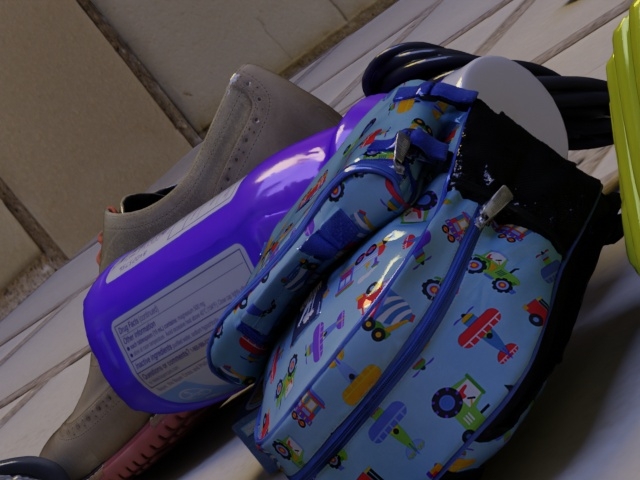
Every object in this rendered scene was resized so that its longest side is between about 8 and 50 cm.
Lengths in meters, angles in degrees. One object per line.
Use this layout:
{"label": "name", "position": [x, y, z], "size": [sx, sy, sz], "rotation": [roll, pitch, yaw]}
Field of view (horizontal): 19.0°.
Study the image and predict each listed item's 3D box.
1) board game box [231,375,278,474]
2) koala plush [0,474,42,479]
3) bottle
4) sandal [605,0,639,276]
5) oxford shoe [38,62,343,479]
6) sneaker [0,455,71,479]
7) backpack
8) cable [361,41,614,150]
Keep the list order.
{"label": "board game box", "position": [0.050, 0.034, 1.023], "size": [0.201, 0.035, 0.136], "rotation": [-37, 8, 16]}
{"label": "koala plush", "position": [-0.162, 0.150, 0.808], "size": [0.221, 0.203, 0.196], "rotation": [-2, -6, 31]}
{"label": "bottle", "position": [0.000, 0.000, 0.940], "size": [0.118, 0.092, 0.283], "rotation": [-20, -8, -47]}
{"label": "sandal", "position": [0.201, -0.058, 0.666], "size": [0.138, 0.126, 0.317], "rotation": [-2, -12, -17]}
{"label": "oxford shoe", "position": [-0.089, 0.035, 1.176], "size": [0.348, 0.130, 0.123], "rotation": [-49, -4, 27]}
{"label": "sneaker", "position": [-0.233, 0.199, 1.223], "size": [0.209, 0.069, 0.082], "rotation": [-41, -3, 17]}
{"label": "backpack", "position": [0.029, 0.037, 0.771], "size": [0.158, 0.117, 0.173], "rotation": [-49, 7, 35]}
{"label": "cable", "position": [0.110, -0.064, 0.959], "size": [0.150, 0.184, 0.047], "rotation": [-160, 81, -68]}
